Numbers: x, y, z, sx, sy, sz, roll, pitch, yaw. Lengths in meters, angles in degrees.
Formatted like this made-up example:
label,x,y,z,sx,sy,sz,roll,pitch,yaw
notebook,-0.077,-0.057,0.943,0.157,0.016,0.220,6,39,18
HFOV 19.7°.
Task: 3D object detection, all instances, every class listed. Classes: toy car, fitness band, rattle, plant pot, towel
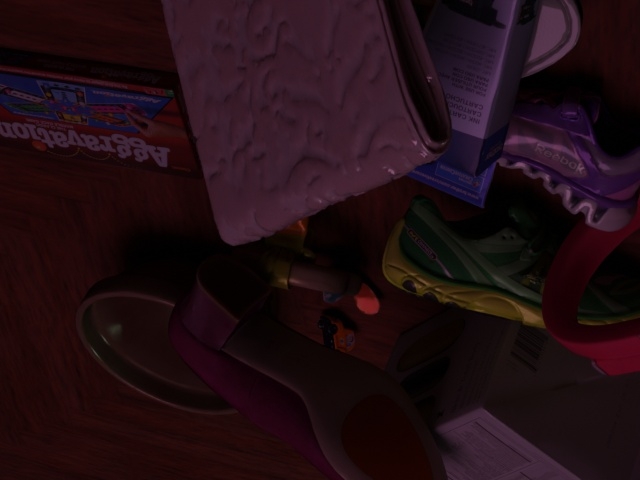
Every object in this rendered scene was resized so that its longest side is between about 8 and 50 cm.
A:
label,x,y,z,sx,sy,sz,roll,pitch,yaw
toy car,0.009,0.119,2.204,0.040,0.060,0.122,-13,176,-22
fitness band,0.330,0.018,1.702,0.054,0.209,0.291,40,144,-28
rattle,0.000,0.000,2.040,0.199,0.143,0.130,10,165,-41
plant pot,-0.161,0.096,2.191,0.237,0.110,0.237,16,145,12
towel,-0.027,-0.180,1.581,0.053,0.317,0.332,-10,173,-33

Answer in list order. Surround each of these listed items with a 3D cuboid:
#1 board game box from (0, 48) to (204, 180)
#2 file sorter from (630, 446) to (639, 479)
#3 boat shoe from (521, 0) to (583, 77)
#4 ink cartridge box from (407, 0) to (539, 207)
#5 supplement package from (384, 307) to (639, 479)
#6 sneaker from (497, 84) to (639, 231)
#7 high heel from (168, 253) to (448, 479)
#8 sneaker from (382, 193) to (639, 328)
label,x,y,z,sx,sy,sz,roll,pitch,yaw
board game box,-0.267,-0.141,2.005,0.281,0.027,0.145,10,145,20
file sorter,0.357,0.364,2.178,0.277,0.193,0.173,11,147,18
boat shoe,0.104,-0.200,1.652,0.302,0.091,0.114,2,113,31
ink cartridge box,0.085,-0.183,1.576,0.185,0.065,0.311,24,125,20
supplement package,0.200,0.193,2.026,0.198,0.199,0.262,36,144,-16
sneaker,0.210,-0.109,1.715,0.236,0.095,0.104,29,132,-2
high heel,-0.013,0.183,1.974,0.377,0.127,0.181,49,150,14
sneaker,0.212,0.023,1.859,0.295,0.124,0.109,13,-178,-16
